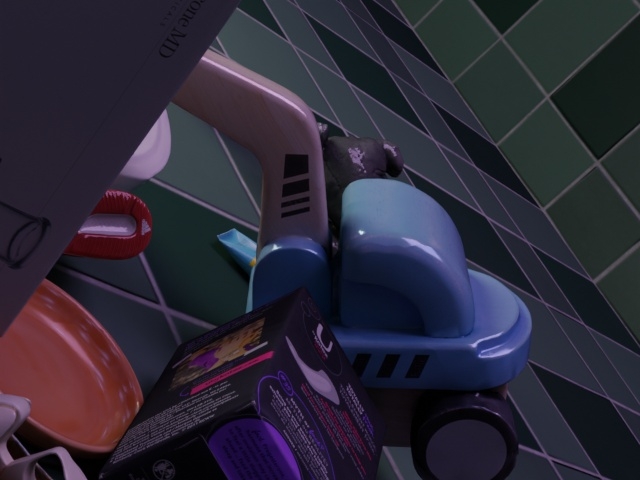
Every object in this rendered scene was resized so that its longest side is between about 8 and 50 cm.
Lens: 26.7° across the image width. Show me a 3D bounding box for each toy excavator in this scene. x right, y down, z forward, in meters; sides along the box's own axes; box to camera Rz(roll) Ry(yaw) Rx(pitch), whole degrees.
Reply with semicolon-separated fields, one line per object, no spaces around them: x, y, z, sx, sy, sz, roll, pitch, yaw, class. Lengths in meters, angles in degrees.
0.000;0.000;1.335;0.433;0.445;0.222;2;24;0;toy excavator

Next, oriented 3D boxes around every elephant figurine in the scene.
0.067;-0.020;1.889;0.186;0.169;0.239;-1;61;-29;elephant figurine

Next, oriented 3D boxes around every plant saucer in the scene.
-0.230;0.102;1.101;0.200;0.037;0.200;40;19;-17;plant saucer

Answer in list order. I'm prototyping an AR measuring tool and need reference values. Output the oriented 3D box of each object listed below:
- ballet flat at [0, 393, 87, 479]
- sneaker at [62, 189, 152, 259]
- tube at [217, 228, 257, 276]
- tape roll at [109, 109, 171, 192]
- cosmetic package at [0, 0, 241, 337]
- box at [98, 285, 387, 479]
-0.214;0.160;0.942;0.221;0.079;0.077;47;18;1;ballet flat
-0.275;-0.014;1.218;0.221;0.087;0.128;13;-12;-25;sneaker
-0.039;0.060;1.627;0.207;0.052;0.080;42;8;4;tube
-0.278;-0.162;1.367;0.286;0.100;0.286;46;24;-29;tape roll
-0.254;-0.141;0.944;0.284;0.377;0.097;28;27;-23;cosmetic package
-0.053;0.174;1.128;0.165;0.143;0.270;61;15;-11;box
